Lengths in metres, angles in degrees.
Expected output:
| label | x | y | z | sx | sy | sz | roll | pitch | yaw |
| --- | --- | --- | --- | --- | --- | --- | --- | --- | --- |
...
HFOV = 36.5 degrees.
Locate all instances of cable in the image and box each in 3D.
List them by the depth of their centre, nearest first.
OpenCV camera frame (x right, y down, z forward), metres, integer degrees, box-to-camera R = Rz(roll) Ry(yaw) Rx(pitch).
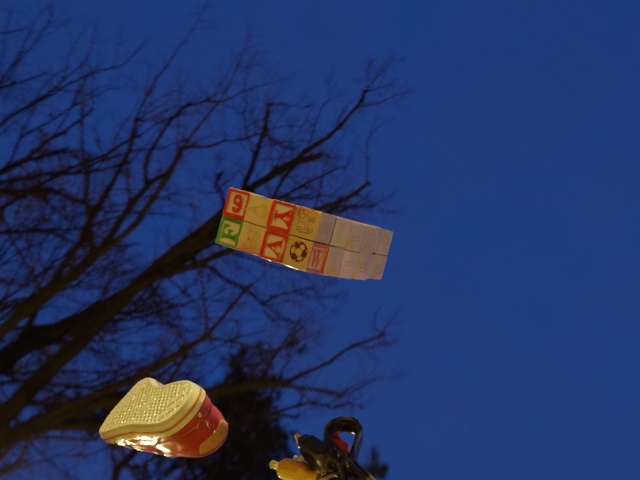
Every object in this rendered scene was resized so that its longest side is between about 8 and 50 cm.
| label | x | y | z | sx | sy | sz | roll | pitch | yaw |
| --- | --- | --- | --- | --- | --- | --- | --- | --- | --- |
| cable | 0.036 | 0.327 | 1.362 | 0.287 | 0.139 | 0.072 | 22 | -48 | 63 |

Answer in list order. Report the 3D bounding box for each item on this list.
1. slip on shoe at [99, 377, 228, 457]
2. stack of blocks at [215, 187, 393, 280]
| label | x | y | z | sx | sy | sz | roll | pitch | yaw |
| --- | --- | --- | --- | --- | --- | --- | --- | --- | --- |
| slip on shoe | -0.242 | 0.276 | 1.459 | 0.101 | 0.123 | 0.331 | 47 | -30 | -17 |
| stack of blocks | 0.000 | 0.000 | 1.507 | 0.171 | 0.297 | 0.087 | 16 | -88 | 32 |
